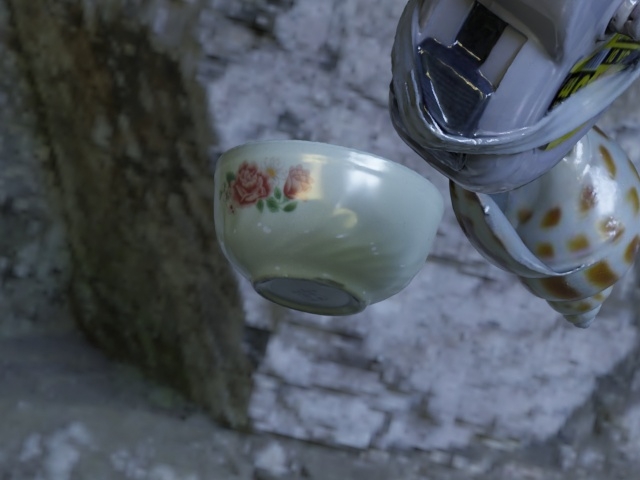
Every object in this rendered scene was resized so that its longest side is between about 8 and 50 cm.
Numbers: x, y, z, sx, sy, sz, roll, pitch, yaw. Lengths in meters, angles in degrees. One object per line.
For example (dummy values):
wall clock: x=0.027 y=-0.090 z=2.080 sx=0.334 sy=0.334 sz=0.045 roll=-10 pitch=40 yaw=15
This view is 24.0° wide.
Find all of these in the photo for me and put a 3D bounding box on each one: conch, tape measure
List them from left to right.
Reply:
tape measure: x=0.119 y=-0.117 z=0.805 sx=0.120 sy=0.197 sz=0.236 roll=39 pitch=21 yaw=17
conch: x=0.216 y=-0.028 z=1.426 sx=0.183 sy=0.275 sz=0.149 roll=-36 pitch=13 yaw=-17

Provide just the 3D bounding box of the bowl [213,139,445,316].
bowl: x=0.000 y=0.000 z=1.745 sx=0.277 sy=0.145 sz=0.277 roll=10 pitch=-21 yaw=4
